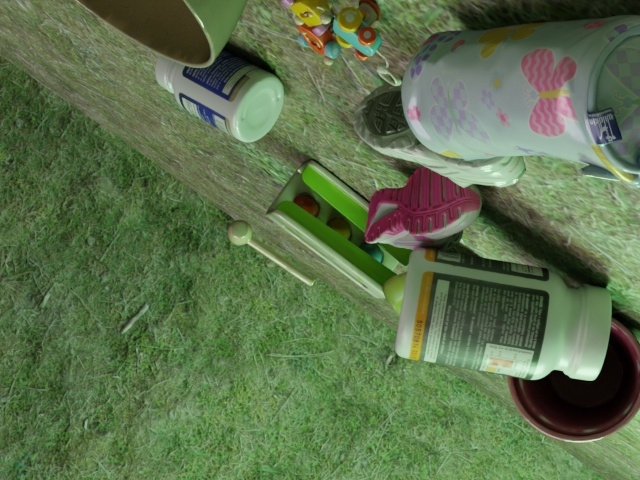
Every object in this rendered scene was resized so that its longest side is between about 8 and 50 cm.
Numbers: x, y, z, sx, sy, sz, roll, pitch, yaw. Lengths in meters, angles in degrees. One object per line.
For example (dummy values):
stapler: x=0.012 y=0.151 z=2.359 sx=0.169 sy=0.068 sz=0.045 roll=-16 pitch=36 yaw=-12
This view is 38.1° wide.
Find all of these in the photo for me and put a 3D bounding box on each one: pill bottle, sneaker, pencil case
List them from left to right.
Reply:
pill bottle: x=-0.159 y=-0.236 z=1.416 sx=0.187 sy=0.112 sz=0.112 roll=31 pitch=170 yaw=26
sneaker: x=0.164 y=-0.040 z=1.325 sx=0.111 sy=0.103 sz=0.252 roll=13 pitch=171 yaw=-22
sneaker: x=0.136 y=-0.109 z=1.077 sx=0.232 sy=0.090 sz=0.115 roll=29 pitch=173 yaw=40
pill bottle: x=0.252 y=0.108 z=1.300 sx=0.278 sy=0.162 sz=0.162 roll=10 pitch=168 yaw=6
pencil case: x=0.179 y=-0.118 z=0.768 sx=0.273 sy=0.113 sz=0.124 roll=21 pitch=141 yaw=61

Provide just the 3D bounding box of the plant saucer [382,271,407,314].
plant saucer: x=0.230 y=0.113 z=1.656 sx=0.241 sy=0.037 sz=0.241 roll=5 pitch=156 yaw=2

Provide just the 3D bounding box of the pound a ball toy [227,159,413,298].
pound a ball toy: x=0.000 y=0.000 z=1.750 sx=0.319 sy=0.208 sz=0.136 roll=36 pitch=171 yaw=-10

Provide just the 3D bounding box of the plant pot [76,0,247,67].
plant pot: x=-0.146 y=-0.305 z=0.754 sx=0.284 sy=0.191 sz=0.284 roll=35 pitch=171 yaw=7

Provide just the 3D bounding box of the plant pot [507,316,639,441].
plant pot: x=0.404 y=0.205 z=1.436 sx=0.201 sy=0.201 sz=0.180 roll=32 pitch=-174 yaw=21

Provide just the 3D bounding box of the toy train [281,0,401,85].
toy train: x=0.026 y=-0.229 z=1.001 sx=0.166 sy=0.046 sz=0.125 roll=31 pitch=172 yaw=42
